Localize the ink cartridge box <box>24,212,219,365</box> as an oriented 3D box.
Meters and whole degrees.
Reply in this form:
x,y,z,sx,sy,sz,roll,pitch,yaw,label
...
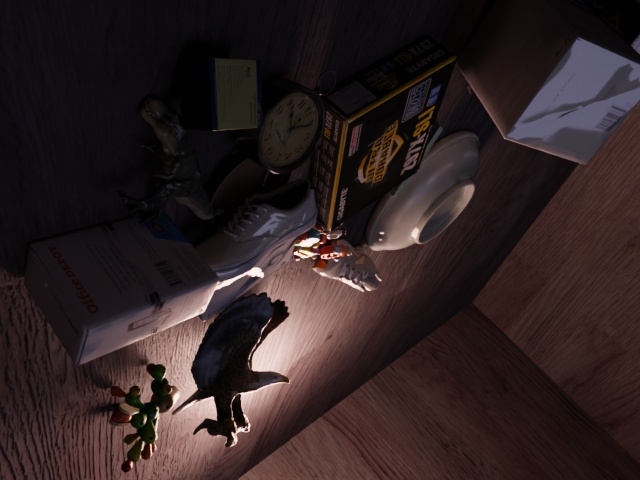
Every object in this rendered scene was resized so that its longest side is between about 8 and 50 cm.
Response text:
x,y,z,sx,sy,sz,roll,pitch,yaw,label
-0.266,0.055,0.848,0.203,0.148,0.085,-21,151,-44,ink cartridge box

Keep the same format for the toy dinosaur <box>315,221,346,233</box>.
x,y,z,sx,sy,sz,roll,pitch,yaw,label
0.016,-0.026,1.360,0.082,0.047,0.090,-4,152,-30,toy dinosaur

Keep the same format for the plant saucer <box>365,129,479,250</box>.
x,y,z,sx,sy,sz,roll,pitch,yaw,label
0.292,-0.099,1.636,0.400,0.100,0.400,-37,159,-17,plant saucer

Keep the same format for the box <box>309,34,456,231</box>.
x,y,z,sx,sy,sz,roll,pitch,yaw,label
0.102,-0.187,1.160,0.257,0.079,0.322,-36,158,-25,box

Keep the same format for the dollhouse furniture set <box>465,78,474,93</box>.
x,y,z,sx,sy,sz,roll,pitch,yaw,label
0.381,-0.350,1.347,0.114,0.081,0.091,-46,159,6,dollhouse furniture set

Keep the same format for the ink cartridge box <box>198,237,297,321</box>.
x,y,z,sx,sy,sz,roll,pitch,yaw,label
-0.138,0.040,1.154,0.223,0.045,0.224,-35,165,-21,ink cartridge box

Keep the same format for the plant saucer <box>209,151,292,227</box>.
x,y,z,sx,sy,sz,roll,pitch,yaw,label
-0.115,-0.091,1.011,0.168,0.029,0.168,-37,157,-19,plant saucer

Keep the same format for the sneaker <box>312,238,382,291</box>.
x,y,z,sx,sy,sz,roll,pitch,yaw,label
0.081,0.071,1.542,0.099,0.121,0.262,-52,158,17,sneaker

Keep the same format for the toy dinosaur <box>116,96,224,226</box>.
x,y,z,sx,sy,sz,roll,pitch,yaw,label
-0.201,-0.069,0.839,0.118,0.064,0.268,-34,154,-12,toy dinosaur

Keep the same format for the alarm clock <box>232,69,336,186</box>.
x,y,z,sx,sy,sz,roll,pitch,yaw,label
-0.044,-0.179,0.910,0.192,0.064,0.129,-45,145,-13,alarm clock

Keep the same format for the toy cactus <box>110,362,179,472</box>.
x,y,z,sx,sy,sz,roll,pitch,yaw,label
-0.350,0.343,1.289,0.180,0.112,0.218,-27,125,-77,toy cactus

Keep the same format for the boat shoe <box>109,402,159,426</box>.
x,y,z,sx,sy,sz,roll,pitch,yaw,label
-0.398,0.379,1.352,0.043,0.049,0.137,-55,153,-3,boat shoe

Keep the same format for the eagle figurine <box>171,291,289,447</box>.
x,y,z,sx,sy,sz,roll,pitch,yaw,label
-0.171,0.258,1.325,0.225,0.298,0.226,8,171,-36,eagle figurine

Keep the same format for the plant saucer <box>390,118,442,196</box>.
x,y,z,sx,sy,sz,roll,pitch,yaw,label
0.201,-0.184,1.358,0.018,0.067,0.192,13,127,-25,plant saucer

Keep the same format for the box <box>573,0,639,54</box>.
x,y,z,sx,sy,sz,roll,pitch,yaw,label
0.517,-0.372,1.288,0.073,0.295,0.293,15,128,-23,box

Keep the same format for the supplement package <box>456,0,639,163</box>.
x,y,z,sx,sy,sz,roll,pitch,yaw,label
0.415,-0.312,1.143,0.198,0.262,0.199,12,130,-23,supplement package

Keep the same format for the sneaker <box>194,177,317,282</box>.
x,y,z,sx,sy,sz,roll,pitch,yaw,label
-0.111,-0.025,1.008,0.258,0.094,0.091,-35,140,-33,sneaker

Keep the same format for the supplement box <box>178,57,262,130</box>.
x,y,z,sx,sy,sz,roll,pitch,yaw,label
-0.119,-0.176,0.758,0.083,0.056,0.083,-17,112,-49,supplement box

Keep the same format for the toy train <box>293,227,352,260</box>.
x,y,z,sx,sy,sz,roll,pitch,yaw,label
0.000,0.000,1.317,0.125,0.046,0.166,-8,159,2,toy train
